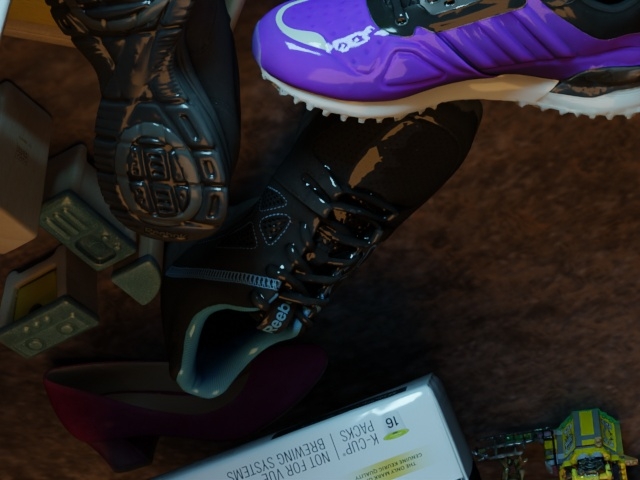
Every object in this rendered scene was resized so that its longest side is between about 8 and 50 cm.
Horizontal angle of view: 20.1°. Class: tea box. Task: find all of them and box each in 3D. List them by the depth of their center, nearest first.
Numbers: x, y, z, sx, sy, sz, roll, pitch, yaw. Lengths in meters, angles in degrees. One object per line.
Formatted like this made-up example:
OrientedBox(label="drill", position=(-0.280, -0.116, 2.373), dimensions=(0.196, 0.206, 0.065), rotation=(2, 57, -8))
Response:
OrientedBox(label="tea box", position=(-0.002, 0.314, 1.473), dimensions=(0.329, 0.323, 0.220), rotation=(-20, 176, 5))

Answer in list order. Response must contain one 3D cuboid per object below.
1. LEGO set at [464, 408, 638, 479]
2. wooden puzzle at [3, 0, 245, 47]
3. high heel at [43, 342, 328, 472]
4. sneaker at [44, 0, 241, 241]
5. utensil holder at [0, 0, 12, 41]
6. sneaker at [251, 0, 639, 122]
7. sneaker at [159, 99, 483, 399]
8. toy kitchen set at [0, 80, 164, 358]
OrientedBox(label="LEGO set", position=(0.151, 0.303, 1.631), dimensions=(0.331, 0.192, 0.255), rotation=(-1, 121, 5))
OrientedBox(label="wooden puzzle", position=(-0.158, -0.205, 1.202), dimensions=(0.239, 0.044, 0.221), rotation=(12, 138, -13))
OrientedBox(label="high heel", position=(-0.119, 0.118, 1.562), dimensions=(0.244, 0.082, 0.117), rotation=(-21, 123, 26))
OrientedBox(label="sneaker", position=(-0.107, -0.146, 1.174), dimensions=(0.109, 0.130, 0.286), rotation=(3, 121, 11))
OrientedBox(label="utensil holder", position=(-0.374, -0.138, 1.016), dimensions=(0.386, 0.327, 0.327), rotation=(16, 137, -10))
OrientedBox(label="sneaker", position=(0.101, -0.166, 1.214), dimensions=(0.293, 0.102, 0.146), rotation=(-1, 135, -6))
OrientedBox(label="sneaker", position=(0.000, 0.000, 1.365), dimensions=(0.125, 0.139, 0.341), rotation=(28, 131, -25))
OrientedBox(label="toy kitchen set", position=(-0.236, 0.011, 1.391), dimensions=(0.166, 0.122, 0.207), rotation=(-26, 132, 27))
